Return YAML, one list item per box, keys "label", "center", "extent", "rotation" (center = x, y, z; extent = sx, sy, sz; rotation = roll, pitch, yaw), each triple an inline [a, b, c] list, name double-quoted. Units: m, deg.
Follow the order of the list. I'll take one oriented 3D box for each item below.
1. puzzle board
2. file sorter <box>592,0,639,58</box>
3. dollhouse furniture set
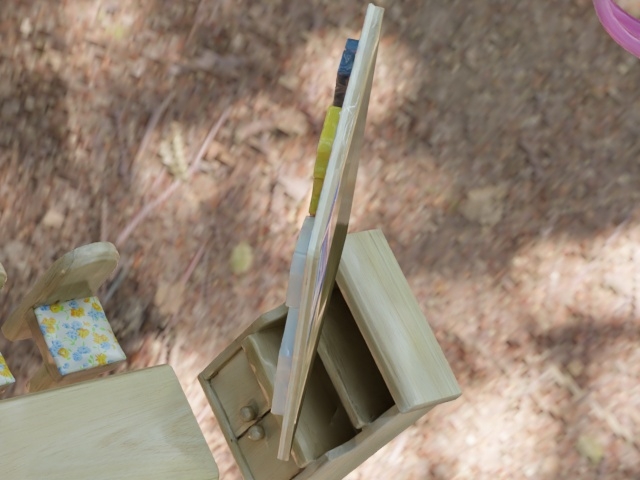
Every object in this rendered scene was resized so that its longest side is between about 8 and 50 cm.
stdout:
- label: "puzzle board"
  center: [0.000, 0.000, 0.590]
  extent: [0.011, 0.128, 0.096]
  rotation: [13, 56, 4]
- label: "file sorter"
  center: [0.230, -0.155, 0.796]
  extent: [0.202, 0.182, 0.290]
  rotation: [30, 21, -3]
- label: "dollhouse furniture set"
  center: [-0.073, 0.094, 0.996]
  extent: [0.242, 0.161, 0.212]
  rotation: [-10, 66, -41]
